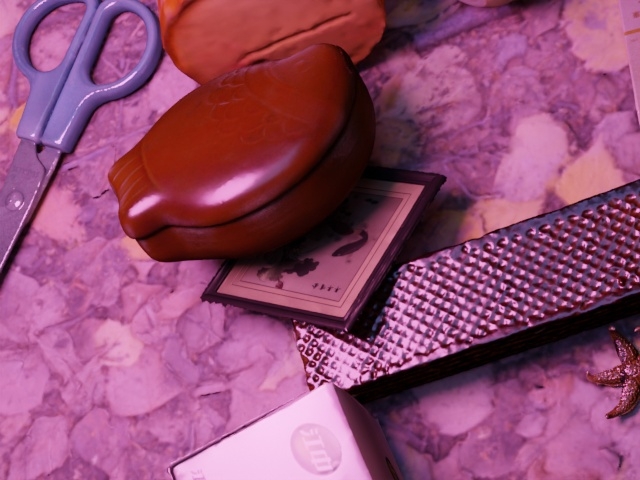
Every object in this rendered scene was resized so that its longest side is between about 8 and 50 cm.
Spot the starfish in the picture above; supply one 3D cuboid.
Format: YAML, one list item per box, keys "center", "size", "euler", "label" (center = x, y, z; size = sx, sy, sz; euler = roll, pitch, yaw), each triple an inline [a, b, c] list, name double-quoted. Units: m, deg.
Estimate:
- center: [0.282, 0.123, 1.285]
  size: [0.078, 0.028, 0.091]
  euler: [21, 81, 31]
  label: "starfish"

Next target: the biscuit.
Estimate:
- center: [0.162, 0.054, 1.330]
  size: [0.388, 0.073, 0.107]
  euler: [-20, 66, 13]
  label: "biscuit"

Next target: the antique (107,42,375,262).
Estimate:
- center: [-0.070, -0.080, 1.408]
  size: [0.278, 0.129, 0.223]
  euler: [-34, 40, 1]
  label: "antique"

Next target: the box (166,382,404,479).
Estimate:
- center: [0.016, 0.313, 1.245]
  size: [0.173, 0.145, 0.333]
  euler: [-29, 63, 10]
  label: "box"

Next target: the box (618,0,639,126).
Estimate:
- center: [0.344, -0.188, 1.379]
  size: [0.090, 0.024, 0.167]
  euler: [-11, 68, 16]
  label: "box"

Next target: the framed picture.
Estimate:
- center: [0.000, 0.000, 1.391]
  size: [0.195, 0.010, 0.199]
  euler: [9, 56, 40]
  label: "framed picture"

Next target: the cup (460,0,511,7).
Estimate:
- center: [0.150, -0.377, 1.402]
  size: [0.202, 0.255, 0.173]
  euler: [-50, 22, -4]
  label: "cup"

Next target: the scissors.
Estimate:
- center: [-0.322, -0.079, 1.579]
  size: [0.192, 0.029, 0.447]
  euler: [15, 76, 25]
  label: "scissors"

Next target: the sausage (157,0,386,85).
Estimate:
- center: [-0.063, -0.332, 1.466]
  size: [0.233, 0.233, 0.287]
  euler: [-16, 65, 14]
  label: "sausage"
